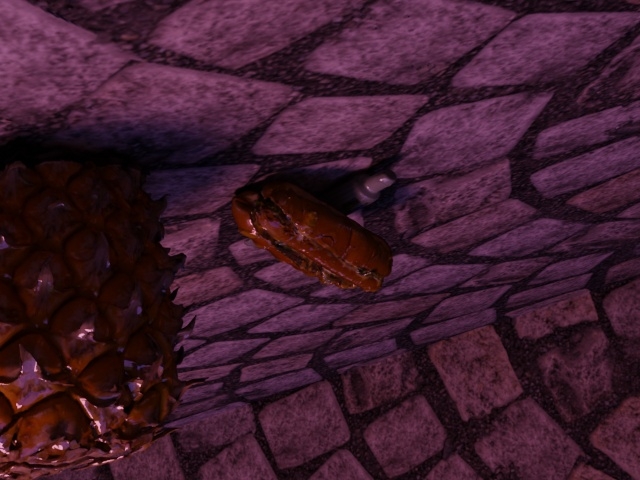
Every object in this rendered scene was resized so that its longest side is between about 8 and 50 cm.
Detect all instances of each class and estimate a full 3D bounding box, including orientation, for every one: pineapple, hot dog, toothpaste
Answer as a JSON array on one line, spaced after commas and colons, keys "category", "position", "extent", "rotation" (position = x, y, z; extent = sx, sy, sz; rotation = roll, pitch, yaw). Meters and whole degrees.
[{"category": "pineapple", "position": [-0.292, 0.089, 1.150], "extent": [0.352, 0.300, 0.352], "rotation": [-12, 169, -2]}, {"category": "hot dog", "position": [0.000, 0.000, 1.402], "extent": [0.115, 0.072, 0.269], "rotation": [-25, 144, 31]}, {"category": "toothpaste", "position": [0.001, -0.036, 1.441], "extent": [0.067, 0.037, 0.255], "rotation": [8, 154, -42]}]
